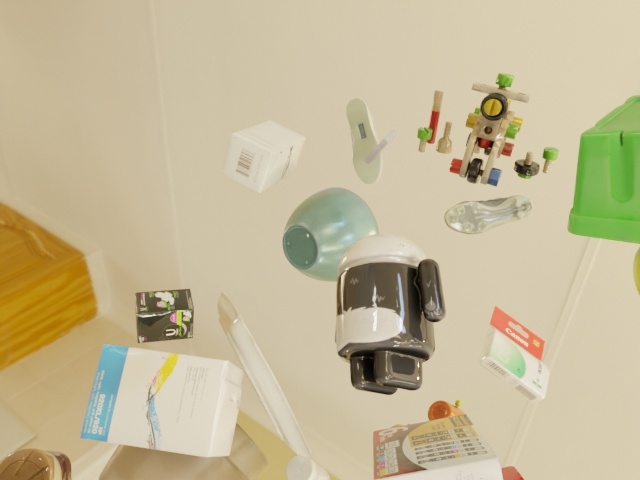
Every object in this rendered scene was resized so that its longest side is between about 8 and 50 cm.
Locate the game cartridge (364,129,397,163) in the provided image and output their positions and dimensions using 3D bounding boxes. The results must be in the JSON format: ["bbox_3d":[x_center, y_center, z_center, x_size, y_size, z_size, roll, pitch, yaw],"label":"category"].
[{"bbox_3d":[0.128,-0.199,1.218,0.017,0.056,0.083,47,-40,2],"label":"game cartridge"}]

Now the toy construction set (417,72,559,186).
[{"bbox_3d":[0.374,-0.291,1.329,0.309,0.258,0.237,33,-49,39],"label":"toy construction set"}]

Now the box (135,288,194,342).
[{"bbox_3d":[-0.239,0.115,0.869,0.052,0.083,0.062,-116,-150,-51],"label":"box"}]

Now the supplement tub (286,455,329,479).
[{"bbox_3d":[-0.028,0.551,1.328,0.071,0.071,0.107,14,-27,36],"label":"supplement tub"}]

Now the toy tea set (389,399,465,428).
[{"bbox_3d":[0.305,0.602,1.622,0.336,0.200,0.124,-35,-51,14],"label":"toy tea set"}]

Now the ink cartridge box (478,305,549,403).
[{"bbox_3d":[0.523,0.287,1.500,0.181,0.224,0.056,36,-42,-1],"label":"ink cartridge box"}]

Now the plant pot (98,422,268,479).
[{"bbox_3d":[-0.326,0.497,1.289,0.323,0.280,0.323,37,-24,19],"label":"plant pot"}]

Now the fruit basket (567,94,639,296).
[{"bbox_3d":[0.588,-0.024,0.856,0.392,0.283,0.392,40,-31,30],"label":"fruit basket"}]

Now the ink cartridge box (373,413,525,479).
[{"bbox_3d":[0.239,0.422,1.032,0.272,0.309,0.130,-12,-95,3],"label":"ink cartridge box"}]

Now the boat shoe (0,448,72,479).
[{"bbox_3d":[-0.423,0.477,0.808,0.123,0.341,0.123,1,-19,4],"label":"boat shoe"}]

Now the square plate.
[{"bbox_3d":[-0.145,0.296,1.293,0.344,0.049,0.347,64,-13,-10],"label":"square plate"}]

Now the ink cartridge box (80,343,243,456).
[{"bbox_3d":[-0.280,0.299,1.056,0.233,0.168,0.171,6,-19,6],"label":"ink cartridge box"}]

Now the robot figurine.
[{"bbox_3d":[0.115,0.125,1.005,0.209,0.278,0.173,-5,-26,12],"label":"robot figurine"}]

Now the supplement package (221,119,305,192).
[{"bbox_3d":[-0.127,-0.196,1.303,0.105,0.179,0.105,27,-61,13],"label":"supplement package"}]

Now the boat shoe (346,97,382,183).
[{"bbox_3d":[0.123,-0.262,1.511,0.079,0.081,0.227,-11,-89,19],"label":"boat shoe"}]

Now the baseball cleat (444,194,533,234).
[{"bbox_3d":[0.347,-0.053,1.216,0.109,0.206,0.072,177,-94,-77],"label":"baseball cleat"}]

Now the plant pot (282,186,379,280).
[{"bbox_3d":[0.000,0.000,1.685,0.290,0.195,0.290,12,-70,36],"label":"plant pot"}]
